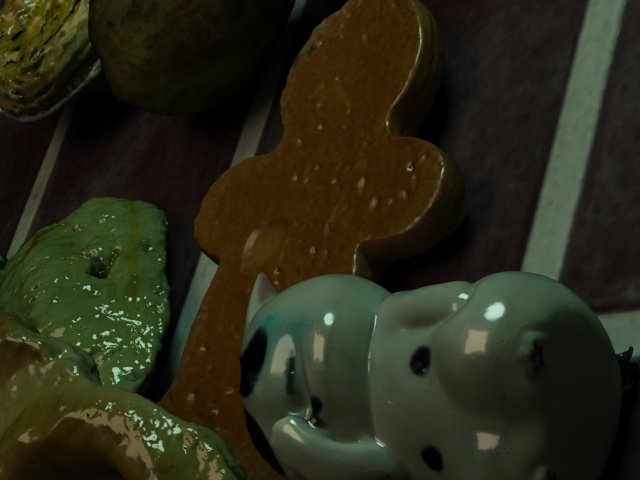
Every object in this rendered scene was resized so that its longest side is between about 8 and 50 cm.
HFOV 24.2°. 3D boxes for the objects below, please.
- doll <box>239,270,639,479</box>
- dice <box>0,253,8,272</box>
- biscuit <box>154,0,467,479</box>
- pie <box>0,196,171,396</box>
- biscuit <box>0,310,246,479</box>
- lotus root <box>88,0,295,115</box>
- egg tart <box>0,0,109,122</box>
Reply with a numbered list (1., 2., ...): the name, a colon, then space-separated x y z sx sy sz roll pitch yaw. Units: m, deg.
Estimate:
1. doll: 0.040 0.067 0.659 0.180 0.107 0.110 -1 99 28
2. dice: -0.318 0.055 1.180 0.131 0.120 0.128 -53 31 7
3. biscuit: 0.001 0.001 0.844 0.205 0.049 0.324 -9 60 46
4. pie: -0.177 0.079 0.995 0.201 0.090 0.248 -46 30 26
5. biscuit: -0.110 0.169 0.742 0.274 0.091 0.213 20 96 29
6. lotus root: -0.080 -0.166 1.019 0.214 0.138 0.138 -38 37 45
7. egg tart: -0.190 -0.196 1.236 0.234 0.094 0.234 -34 42 37
